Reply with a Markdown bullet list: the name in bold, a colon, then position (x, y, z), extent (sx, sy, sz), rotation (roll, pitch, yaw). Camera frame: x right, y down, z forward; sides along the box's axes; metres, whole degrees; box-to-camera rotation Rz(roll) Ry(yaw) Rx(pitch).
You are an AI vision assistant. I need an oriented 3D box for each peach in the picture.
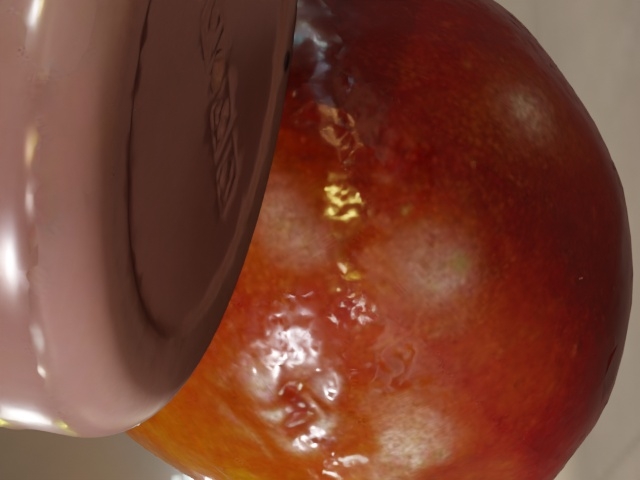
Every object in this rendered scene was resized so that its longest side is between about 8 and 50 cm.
- **peach**: position (0.000, 0.000, 0.746), extent (0.243, 0.243, 0.199), rotation (89, -161, -47)

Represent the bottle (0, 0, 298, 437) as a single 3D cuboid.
- **bottle**: position (-0.161, -0.078, 0.467), extent (0.173, 0.297, 0.206), rotation (36, -115, -76)
